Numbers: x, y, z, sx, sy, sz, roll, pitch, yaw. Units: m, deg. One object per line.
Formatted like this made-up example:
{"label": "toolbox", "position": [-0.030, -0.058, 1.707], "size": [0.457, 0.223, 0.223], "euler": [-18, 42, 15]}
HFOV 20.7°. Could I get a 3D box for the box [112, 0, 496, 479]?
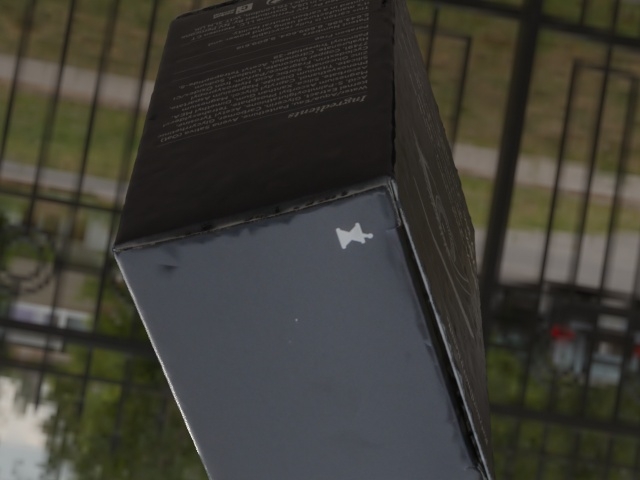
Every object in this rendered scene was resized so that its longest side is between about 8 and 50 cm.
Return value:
{"label": "box", "position": [0.000, 0.000, 0.728], "size": [0.108, 0.153, 0.207], "euler": [-13, -151, 11]}
